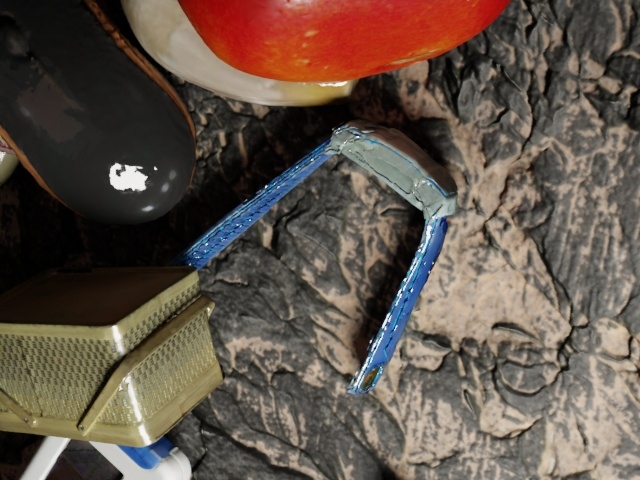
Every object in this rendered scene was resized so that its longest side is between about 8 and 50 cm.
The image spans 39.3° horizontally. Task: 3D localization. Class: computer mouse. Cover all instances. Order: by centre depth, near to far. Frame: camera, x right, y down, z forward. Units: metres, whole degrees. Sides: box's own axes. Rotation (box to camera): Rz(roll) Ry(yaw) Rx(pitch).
[{"bbox_3d":[-0.269,-0.157,0.977,0.183,0.116,0.323,-41,100,-1],"label":"computer mouse"}]

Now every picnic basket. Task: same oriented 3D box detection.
[{"bbox_3d":[-0.256,0.122,1.009,0.267,0.165,0.139,-1,111,30],"label":"picnic basket"}]

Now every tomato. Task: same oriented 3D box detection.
[{"bbox_3d":[0.022,-0.295,0.773,0.325,0.290,0.293,-6,90,-4],"label":"tomato"}]

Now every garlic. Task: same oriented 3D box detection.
[{"bbox_3d":[-0.098,-0.224,0.956,0.318,0.112,0.143,25,105,4],"label":"garlic"}]

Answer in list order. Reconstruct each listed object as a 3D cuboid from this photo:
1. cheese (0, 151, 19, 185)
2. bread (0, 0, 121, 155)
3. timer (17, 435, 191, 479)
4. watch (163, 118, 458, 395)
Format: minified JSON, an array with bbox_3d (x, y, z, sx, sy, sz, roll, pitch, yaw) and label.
[{"bbox_3d":[-0.425,-0.176,1.089,0.137,0.064,0.227,7,101,1],"label":"cheese"},{"bbox_3d":[-0.337,-0.206,1.037,0.229,0.033,0.228,0,99,-1],"label":"bread"},{"bbox_3d":[-0.283,0.317,1.124,0.178,0.078,0.253,40,110,12],"label":"timer"},{"bbox_3d":[-0.008,-0.011,0.975,0.276,0.068,0.274,30,113,14],"label":"watch"}]
